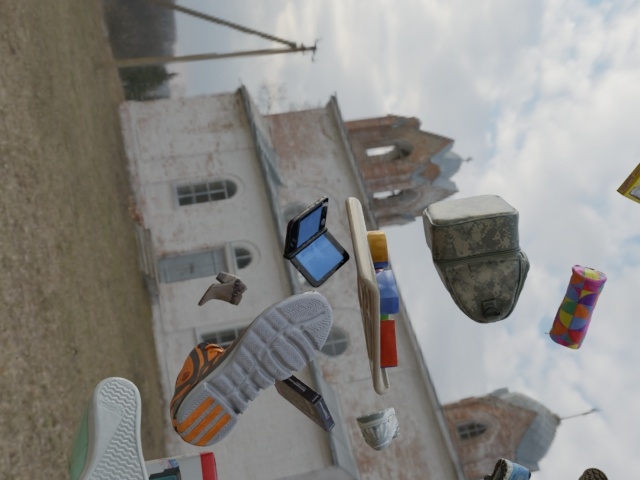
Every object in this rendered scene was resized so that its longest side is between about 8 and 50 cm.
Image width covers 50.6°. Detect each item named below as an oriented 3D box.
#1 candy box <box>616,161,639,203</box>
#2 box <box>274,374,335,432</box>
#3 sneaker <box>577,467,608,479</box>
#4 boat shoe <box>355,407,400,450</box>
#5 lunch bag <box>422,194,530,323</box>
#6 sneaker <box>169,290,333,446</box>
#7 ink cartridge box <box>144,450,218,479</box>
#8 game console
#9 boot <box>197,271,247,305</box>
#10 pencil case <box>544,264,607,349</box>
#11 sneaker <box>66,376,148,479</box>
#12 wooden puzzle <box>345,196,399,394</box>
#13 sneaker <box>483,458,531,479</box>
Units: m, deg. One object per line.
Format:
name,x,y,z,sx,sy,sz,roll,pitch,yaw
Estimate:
candy box,0.698,-0.106,1.360,0.105,0.206,0.027,-60,-149,22
box,-0.044,0.326,1.429,0.162,0.029,0.116,31,-27,38
sneaker,0.494,0.508,1.195,0.086,0.064,0.192,87,0,-58
boat shoe,0.169,0.548,1.960,0.320,0.118,0.103,66,7,-74
lunch bag,0.366,0.041,1.612,0.305,0.213,0.256,-77,159,-78
sneaker,-0.134,0.189,1.145,0.124,0.321,0.180,56,-15,-19
ink cartridge box,-0.255,0.417,1.178,0.134,0.231,0.078,133,-50,-68
game console,0.000,0.000,1.339,0.085,0.144,0.124,24,-54,22
boot,-0.244,0.138,1.722,0.118,0.087,0.042,-56,-174,-16
pencil case,0.701,0.183,1.854,0.104,0.104,0.236,-117,-146,-58
sneaker,-0.285,0.326,0.883,0.151,0.094,0.255,-55,-150,39
wooden puzzle,0.126,0.119,1.532,0.322,0.081,0.347,-96,177,-54
sneaker,0.374,0.496,1.357,0.162,0.073,0.063,103,-2,-50
